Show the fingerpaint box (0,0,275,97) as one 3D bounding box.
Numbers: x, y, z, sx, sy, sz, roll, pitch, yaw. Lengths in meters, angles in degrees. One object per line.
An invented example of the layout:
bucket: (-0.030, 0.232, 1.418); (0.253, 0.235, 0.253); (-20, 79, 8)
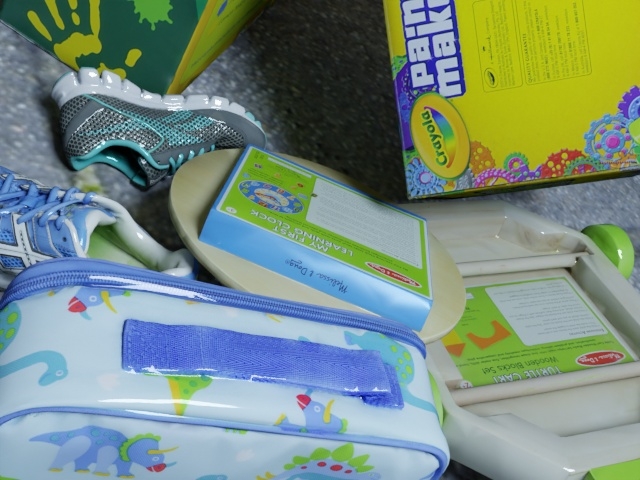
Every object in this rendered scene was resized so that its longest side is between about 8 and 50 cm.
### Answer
fingerpaint box: (-0.050, -0.374, 0.686); (0.163, 0.371, 0.445); (33, 41, -4)

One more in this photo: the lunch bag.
lunch bag: (-0.059, 0.095, 0.385); (0.218, 0.176, 0.090); (12, 46, -26)

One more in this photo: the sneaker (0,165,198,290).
sneaker: (-0.166, -0.008, 0.479); (0.211, 0.081, 0.080); (29, 41, -10)

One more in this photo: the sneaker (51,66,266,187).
sneaker: (-0.119, -0.072, 0.602); (0.166, 0.065, 0.076); (7, 65, -26)

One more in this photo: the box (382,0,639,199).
box: (0.157, -0.185, 0.628); (0.279, 0.176, 0.290); (-7, 90, -74)

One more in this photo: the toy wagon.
toy wagon: (0.160, 0.089, 0.567); (0.267, 0.068, 0.344); (-4, 42, -22)

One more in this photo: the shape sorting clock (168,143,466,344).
shape sorting clock: (0.000, 0.000, 0.522); (0.206, 0.040, 0.206); (21, 24, -10)
